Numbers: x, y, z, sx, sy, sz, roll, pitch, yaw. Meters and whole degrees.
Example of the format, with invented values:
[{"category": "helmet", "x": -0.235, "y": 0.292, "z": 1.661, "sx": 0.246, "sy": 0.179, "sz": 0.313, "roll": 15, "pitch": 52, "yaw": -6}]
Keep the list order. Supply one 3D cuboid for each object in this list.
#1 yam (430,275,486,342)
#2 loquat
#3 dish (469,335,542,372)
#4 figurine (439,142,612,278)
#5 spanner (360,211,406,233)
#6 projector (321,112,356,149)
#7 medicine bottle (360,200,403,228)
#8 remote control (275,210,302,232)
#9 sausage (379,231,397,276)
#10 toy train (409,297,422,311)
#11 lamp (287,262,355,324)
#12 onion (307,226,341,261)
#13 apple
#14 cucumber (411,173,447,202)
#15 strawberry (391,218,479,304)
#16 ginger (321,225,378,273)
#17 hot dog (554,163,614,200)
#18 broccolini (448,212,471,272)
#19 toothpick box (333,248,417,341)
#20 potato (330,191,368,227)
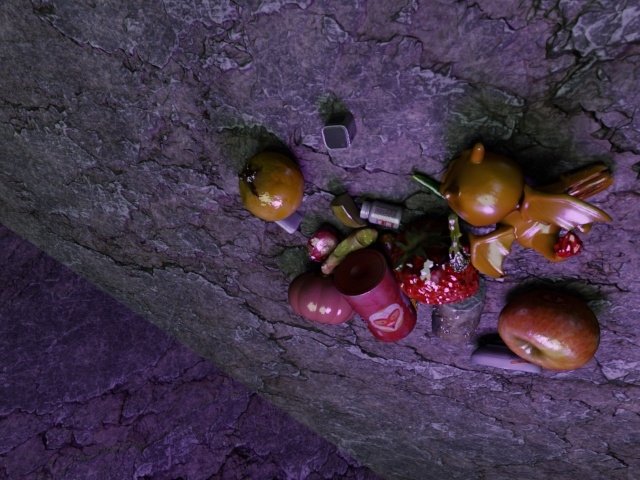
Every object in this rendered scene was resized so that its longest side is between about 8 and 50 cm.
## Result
[{"category": "yam", "x": 0.519, "y": 0.268, "z": 1.570, "sx": 0.203, "sy": 0.201, "sz": 0.271, "roll": 9, "pitch": 142, "yaw": 18}, {"category": "loquat", "x": -0.173, "y": -0.189, "z": 1.400, "sx": 0.244, "sy": 0.243, "sz": 0.243, "roll": 13, "pitch": 136, "yaw": 13}, {"category": "dish", "x": 0.769, "y": 0.461, "z": 1.686, "sx": 0.274, "sy": 0.133, "sz": 0.273, "roll": 9, "pitch": 168, "yaw": 2}, {"category": "figurine", "x": 0.524, "y": -0.100, "z": 1.095, "sx": 0.387, "sy": 0.268, "sz": 0.401, "roll": 34, "pitch": 160, "yaw": 2}, {"category": "spanner", "x": 0.189, "y": -0.081, "z": 1.496, "sx": 0.255, "sy": 0.015, "sz": 0.054, "roll": 19, "pitch": 136, "yaw": 7}, {"category": "projector", "x": 0.059, "y": -0.336, "z": 1.255, "sx": 0.083, "sy": 0.082, "sz": 0.083, "roll": 2, "pitch": 134, "yaw": 23}, {"category": "medicine bottle", "x": 0.214, "y": -0.094, "z": 1.424, "sx": 0.140, "sy": 0.079, "sz": 0.079, "roll": 15, "pitch": 136, "yaw": 11}, {"category": "remote control", "x": -0.184, "y": -0.133, "z": 1.553, "sx": 0.250, "sy": 0.103, "sz": 0.034, "roll": 37, "pitch": 133, "yaw": -14}, {"category": "sausage", "x": 0.293, "y": 0.090, "z": 1.572, "sx": 0.103, "sy": 0.076, "sz": 0.302, "roll": 4, "pitch": 133, "yaw": 21}, {"category": "toy train", "x": 0.308, "y": 0.275, "z": 1.704, "sx": 0.228, "sy": 0.136, "sz": 0.091, "roll": 0, "pitch": 132, "yaw": 22}, {"category": "lamp", "x": 0.015, "y": 0.222, "z": 1.712, "sx": 0.306, "sy": 0.239, "sz": 0.305, "roll": 15, "pitch": -179, "yaw": 0}, {"category": "onion", "x": 0.000, "y": 0.000, "z": 1.611, "sx": 0.150, "sy": 0.140, "sz": 0.150, "roll": -15, "pitch": 128, "yaw": -20}, {"category": "apple", "x": 0.809, "y": 0.304, "z": 1.443, "sx": 0.309, "sy": 0.250, "sz": 0.277, "roll": 33, "pitch": 157, "yaw": 22}, {"category": "cucumber", "x": 0.365, "y": -0.170, "z": 1.311, "sx": 0.168, "sy": 0.039, "sz": 0.039, "roll": 33, "pitch": 137, "yaw": -5}, {"category": "strawberry", "x": 0.384, "y": 0.094, "z": 1.377, "sx": 0.292, "sy": 0.291, "sz": 0.309, "roll": -5, "pitch": 128, "yaw": 29}, {"category": "ginger", "x": 0.103, "y": 0.037, "z": 1.547, "sx": 0.294, "sy": 0.131, "sz": 0.086, "roll": -41, "pitch": 86, "yaw": 32}, {"category": "hot dog", "x": 0.710, "y": -0.136, "z": 1.169, "sx": 0.092, "sy": 0.062, "sz": 0.236, "roll": 35, "pitch": 137, "yaw": -16}, {"category": "broccolini", "x": 0.380, "y": 0.005, "z": 1.110, "sx": 0.058, "sy": 0.067, "sz": 0.216, "roll": 14, "pitch": 145, "yaw": 29}, {"category": "toothpick box", "x": 0.210, "y": 0.209, "z": 1.504, "sx": 0.204, "sy": 0.204, "sz": 0.333, "roll": -7, "pitch": 138, "yaw": 30}, {"category": "potato", "x": 0.092, "y": -0.079, "z": 1.442, "sx": 0.081, "sy": 0.120, "sz": 0.149, "roll": -26, "pitch": 107, "yaw": 27}]
